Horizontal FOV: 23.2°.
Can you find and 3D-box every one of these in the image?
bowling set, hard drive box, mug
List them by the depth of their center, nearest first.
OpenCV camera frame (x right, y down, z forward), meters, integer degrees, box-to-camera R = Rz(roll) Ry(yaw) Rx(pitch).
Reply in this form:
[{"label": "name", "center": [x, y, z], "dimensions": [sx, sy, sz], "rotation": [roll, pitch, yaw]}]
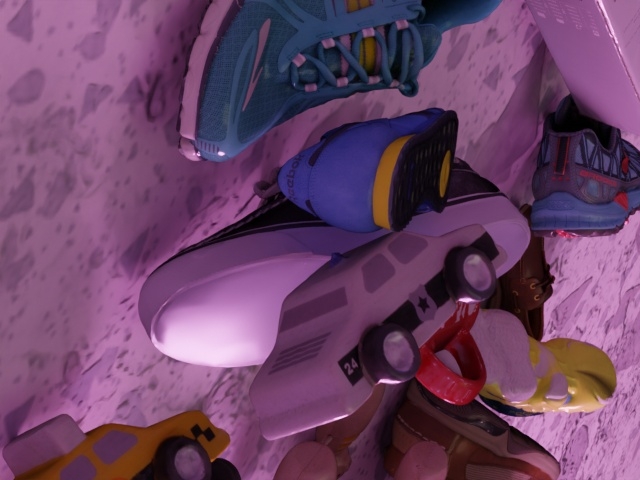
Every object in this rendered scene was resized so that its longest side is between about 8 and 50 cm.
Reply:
[{"label": "bowling set", "center": [0.035, 0.246, 1.225], "dimensions": [0.287, 0.200, 0.154], "rotation": [-50, 165, -44]}, {"label": "mug", "center": [0.063, 0.067, 1.233], "dimensions": [0.113, 0.150, 0.169], "rotation": [-23, 173, 22]}, {"label": "hard drive box", "center": [0.270, -0.226, 1.328], "dimensions": [0.181, 0.089, 0.232], "rotation": [-55, 142, -14]}]

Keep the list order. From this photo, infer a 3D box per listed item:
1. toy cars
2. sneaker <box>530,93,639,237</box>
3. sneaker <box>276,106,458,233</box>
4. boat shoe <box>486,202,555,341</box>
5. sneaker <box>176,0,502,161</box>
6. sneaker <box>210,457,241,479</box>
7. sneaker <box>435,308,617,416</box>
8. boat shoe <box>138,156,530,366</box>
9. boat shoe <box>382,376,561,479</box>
[{"label": "toy cars", "center": [-0.062, 0.091, 0.936], "dimensions": [0.394, 0.087, 0.176], "rotation": [-34, -173, -3]}, {"label": "sneaker", "center": [0.269, -0.085, 1.507], "dimensions": [0.262, 0.104, 0.125], "rotation": [-39, 127, -68]}, {"label": "sneaker", "center": [0.034, -0.049, 0.973], "dimensions": [0.209, 0.082, 0.069], "rotation": [-25, 122, -70]}, {"label": "boat shoe", "center": [0.209, 0.037, 1.571], "dimensions": [0.064, 0.060, 0.178], "rotation": [-44, 150, -35]}, {"label": "sneaker", "center": [0.015, -0.130, 0.954], "dimensions": [0.275, 0.110, 0.107], "rotation": [-40, 148, -39]}, {"label": "sneaker", "center": [-0.120, 0.235, 1.138], "dimensions": [0.170, 0.051, 0.089], "rotation": [-60, 161, 2]}, {"label": "sneaker", "center": [0.179, 0.137, 1.566], "dimensions": [0.240, 0.126, 0.091], "rotation": [20, 60, -33]}, {"label": "boat shoe", "center": [0.001, -0.003, 1.064], "dimensions": [0.306, 0.105, 0.113], "rotation": [-16, 144, -30]}, {"label": "boat shoe", "center": [0.143, 0.224, 1.588], "dimensions": [0.120, 0.122, 0.324], "rotation": [-56, 147, -2]}]
